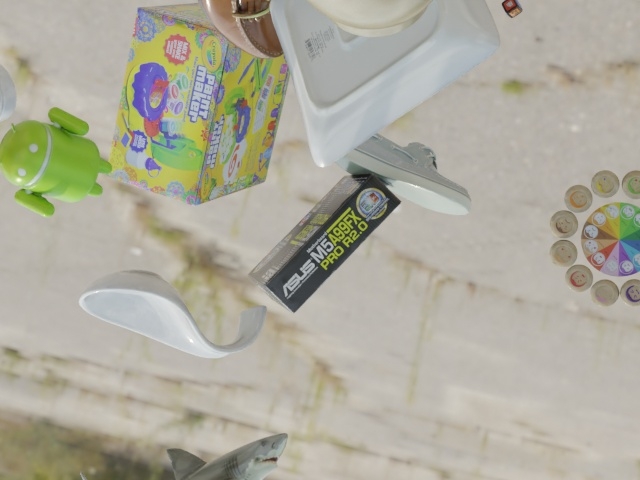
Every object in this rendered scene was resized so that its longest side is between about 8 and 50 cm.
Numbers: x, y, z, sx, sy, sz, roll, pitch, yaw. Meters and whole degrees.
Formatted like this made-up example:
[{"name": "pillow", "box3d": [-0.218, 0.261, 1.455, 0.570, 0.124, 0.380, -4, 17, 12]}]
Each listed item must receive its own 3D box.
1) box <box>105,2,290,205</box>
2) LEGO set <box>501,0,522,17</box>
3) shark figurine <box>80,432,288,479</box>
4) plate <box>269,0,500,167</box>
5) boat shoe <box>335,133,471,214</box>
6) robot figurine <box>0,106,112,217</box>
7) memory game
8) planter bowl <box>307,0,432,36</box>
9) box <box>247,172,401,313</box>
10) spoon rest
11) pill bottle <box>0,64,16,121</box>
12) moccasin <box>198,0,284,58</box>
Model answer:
[{"name": "box", "box3d": [-0.194, -0.237, 2.496, 0.177, 0.290, 0.279, 19, -164, 18]}, {"name": "LEGO set", "box3d": [0.201, -0.423, 2.116, 0.060, 0.182, 0.244, -32, 123, 20]}, {"name": "shark figurine", "box3d": [-0.191, 0.320, 1.945, 0.278, 0.116, 0.166, -16, 148, -33]}, {"name": "plate", "box3d": [0.058, -0.267, 1.775, 0.278, 0.277, 0.045, -33, 145, 26]}, {"name": "boat shoe", "box3d": [0.128, -0.111, 2.176, 0.227, 0.081, 0.079, 25, 165, 19]}, {"name": "robot figurine", "box3d": [-0.260, -0.077, 1.433, 0.115, 0.101, 0.067, 19, -171, -41]}, {"name": "memory game", "box3d": [0.386, -0.002, 1.916, 0.186, 0.186, 0.012, 13, -167, 8]}, {"name": "planter bowl", "box3d": [0.044, -0.244, 1.268, 0.162, 0.162, 0.109, 11, 149, 15]}, {"name": "box", "box3d": [0.000, 0.000, 2.123, 0.060, 0.216, 0.270, 45, 176, -6]}, {"name": "spoon rest", "box3d": [-0.195, 0.103, 1.992, 0.276, 0.084, 0.137, 16, 154, -37]}, {"name": "pill bottle", "box3d": [-0.464, -0.161, 1.791, 0.108, 0.108, 0.193, 5, -161, 34]}, {"name": "moccasin", "box3d": [-0.087, -0.380, 1.909, 0.147, 0.139, 0.380, 14, 142, 22]}]
